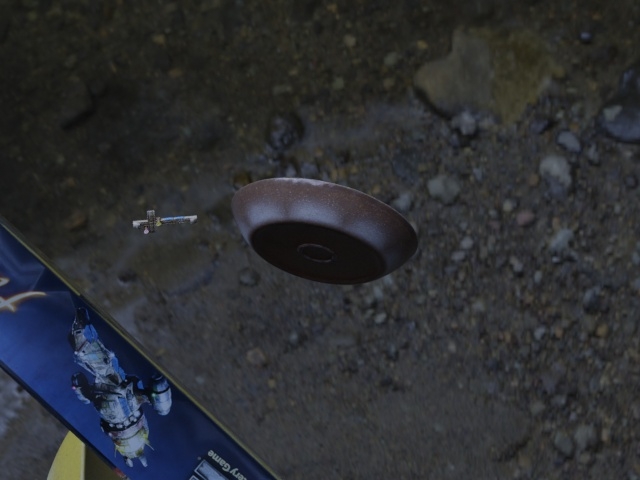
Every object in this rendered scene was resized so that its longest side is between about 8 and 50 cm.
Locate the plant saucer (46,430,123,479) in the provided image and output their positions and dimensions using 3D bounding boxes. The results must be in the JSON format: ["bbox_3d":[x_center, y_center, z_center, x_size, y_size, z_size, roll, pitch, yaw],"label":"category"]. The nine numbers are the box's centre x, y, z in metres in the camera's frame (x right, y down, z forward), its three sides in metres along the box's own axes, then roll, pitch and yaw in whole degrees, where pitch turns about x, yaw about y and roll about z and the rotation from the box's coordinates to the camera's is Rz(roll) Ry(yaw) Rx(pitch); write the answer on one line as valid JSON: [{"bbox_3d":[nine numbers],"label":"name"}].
[{"bbox_3d":[-0.260,0.440,1.432,0.081,0.333,0.332,-19,40,5],"label":"plant saucer"}]

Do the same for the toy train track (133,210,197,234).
[{"bbox_3d":[-0.203,-0.021,1.499,0.083,0.048,0.014,-6,56,-9],"label":"toy train track"}]

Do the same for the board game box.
[{"bbox_3d":[-0.095,0.063,0.517,0.243,0.165,0.042,43,81,-3],"label":"board game box"}]

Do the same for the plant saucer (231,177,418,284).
[{"bbox_3d":[0.000,0.000,1.181,0.199,0.198,0.036,8,65,14],"label":"plant saucer"}]
